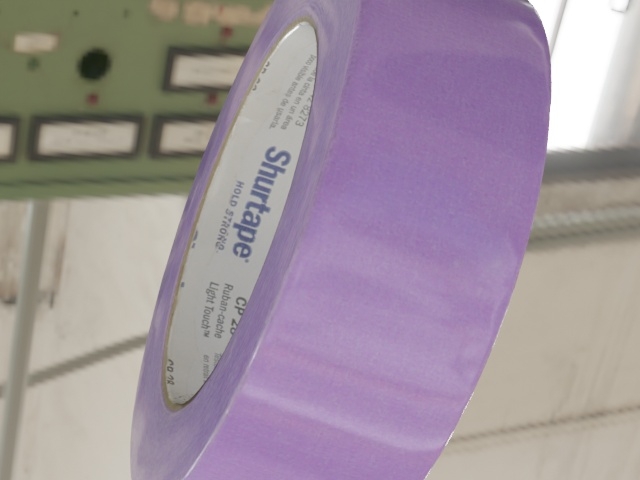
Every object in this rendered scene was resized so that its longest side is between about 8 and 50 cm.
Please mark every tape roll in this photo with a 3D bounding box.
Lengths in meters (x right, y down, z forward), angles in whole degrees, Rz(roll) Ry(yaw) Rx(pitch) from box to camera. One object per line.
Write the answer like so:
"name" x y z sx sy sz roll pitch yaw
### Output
"tape roll" 0.000 0.000 0.685 0.090 0.275 0.275 19 -156 -14
